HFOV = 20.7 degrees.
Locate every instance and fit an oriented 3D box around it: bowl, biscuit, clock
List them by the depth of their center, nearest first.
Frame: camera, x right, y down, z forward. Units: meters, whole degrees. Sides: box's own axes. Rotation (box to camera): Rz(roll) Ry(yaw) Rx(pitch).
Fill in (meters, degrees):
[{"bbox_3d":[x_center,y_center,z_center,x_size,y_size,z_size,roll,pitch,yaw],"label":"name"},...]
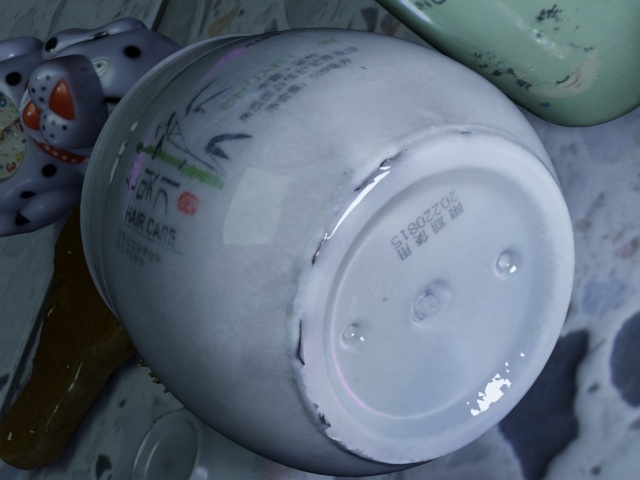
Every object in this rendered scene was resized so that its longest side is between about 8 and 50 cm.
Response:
[{"bbox_3d":[-0.083,0.174,1.273,0.189,0.086,0.189,-32,44,37],"label":"bowl"},{"bbox_3d":[-0.194,0.055,1.532,0.183,0.047,0.320,14,79,57],"label":"biscuit"},{"bbox_3d":[-0.220,-0.118,1.594,0.254,0.189,0.189,-16,55,38],"label":"clock"}]

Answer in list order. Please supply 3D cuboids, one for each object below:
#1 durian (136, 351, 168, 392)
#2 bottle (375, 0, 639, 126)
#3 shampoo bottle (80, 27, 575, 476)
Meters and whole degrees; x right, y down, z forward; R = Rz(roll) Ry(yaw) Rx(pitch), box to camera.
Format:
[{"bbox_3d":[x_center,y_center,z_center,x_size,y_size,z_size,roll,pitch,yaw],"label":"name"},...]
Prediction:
[{"bbox_3d":[-0.085,0.050,1.336,0.146,0.102,0.208,-52,33,-5],"label":"durian"},{"bbox_3d":[0.084,-0.209,1.082,0.168,0.347,0.168,-29,47,37],"label":"bottle"},{"bbox_3d":[0.000,0.000,1.111,0.266,0.273,0.273,25,88,50],"label":"shampoo bottle"}]
